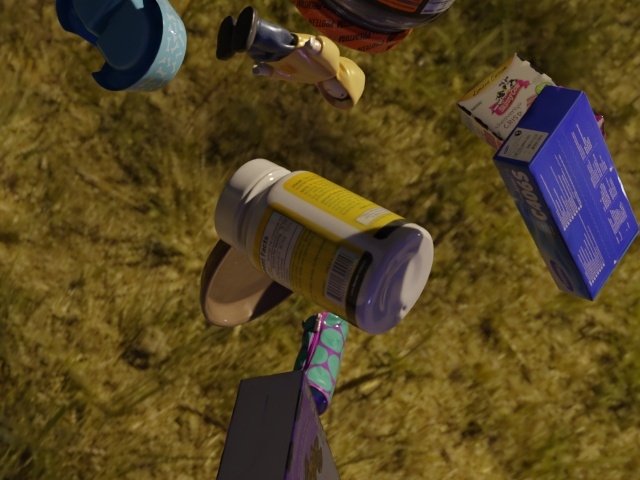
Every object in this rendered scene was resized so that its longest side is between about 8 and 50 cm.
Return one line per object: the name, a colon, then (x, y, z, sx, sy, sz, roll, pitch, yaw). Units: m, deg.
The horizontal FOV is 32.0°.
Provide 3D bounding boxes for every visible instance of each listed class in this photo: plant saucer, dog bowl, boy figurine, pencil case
plant saucer: (-0.077, 0.018, 1.688, 0.278, 0.278, 0.041, -27, 61, -36)
dog bowl: (-0.316, -0.353, 1.786, 0.074, 0.166, 0.297, 15, 33, -52)
boy figurine: (-0.044, -0.306, 1.923, 0.285, 0.177, 0.092, 22, 69, -39)
pencil case: (-0.006, 0.161, 1.465, 0.151, 0.064, 0.070, -74, 150, -51)

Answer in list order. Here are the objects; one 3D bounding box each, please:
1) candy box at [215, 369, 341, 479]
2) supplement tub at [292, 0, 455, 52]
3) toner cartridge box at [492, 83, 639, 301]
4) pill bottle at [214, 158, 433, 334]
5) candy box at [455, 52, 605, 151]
candy box: (-0.030, 0.252, 1.066, 0.070, 0.196, 0.165, -10, 31, 12)
supplement tub: (0.059, -0.212, 0.683, 0.117, 0.190, 0.117, 19, 46, -21)
toner cartridge box: (0.403, -0.071, 1.802, 0.165, 0.075, 0.348, -51, 134, -17)
pill bottle: (0.000, 0.000, 1.143, 0.208, 0.119, 0.119, 29, 46, 28)
candy box: (0.389, -0.225, 2.077, 0.159, 0.071, 0.233, -41, 56, -8)
